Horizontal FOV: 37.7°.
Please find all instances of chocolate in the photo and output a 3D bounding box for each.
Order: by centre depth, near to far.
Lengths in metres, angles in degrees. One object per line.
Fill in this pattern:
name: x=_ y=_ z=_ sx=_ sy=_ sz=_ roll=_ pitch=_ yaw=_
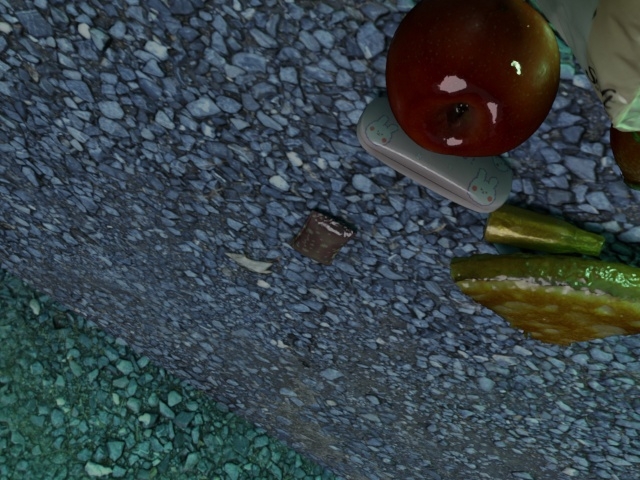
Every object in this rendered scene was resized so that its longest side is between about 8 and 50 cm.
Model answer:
chocolate: x=0.417 y=-0.013 z=1.748 sx=0.219 sy=0.085 sz=0.085 roll=14 pitch=148 yaw=14

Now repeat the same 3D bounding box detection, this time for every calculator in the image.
calculator: x=0.382 y=0.021 z=1.881 sx=0.057 sy=0.018 sz=0.172 roll=-3 pitch=141 yaw=40

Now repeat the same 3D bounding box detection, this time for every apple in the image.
apple: x=0.222 y=-0.247 z=1.383 sx=0.260 sy=0.216 sz=0.260 roll=16 pitch=146 yaw=11

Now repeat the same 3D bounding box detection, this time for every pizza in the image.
pizza: x=0.471 y=0.115 z=1.871 sx=0.440 sy=0.130 sz=0.406 roll=9 pitch=160 yaw=8

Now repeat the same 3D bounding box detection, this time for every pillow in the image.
pillow: x=0.000 y=0.000 z=2.094 sx=0.118 sy=0.043 sz=0.185 roll=29 pitch=149 yaw=-4

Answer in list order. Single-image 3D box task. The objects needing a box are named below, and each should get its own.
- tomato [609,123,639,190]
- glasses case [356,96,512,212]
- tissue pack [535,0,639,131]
tomato: x=0.541 y=-0.173 z=1.239 sx=0.303 sy=0.239 sz=0.303 roll=22 pitch=151 yaw=13
glasses case: x=0.202 y=-0.150 z=1.646 sx=0.297 sy=0.113 sz=0.075 roll=28 pitch=148 yaw=-7
tissue pack: x=0.365 y=-0.351 z=1.042 sx=0.195 sy=0.375 sz=0.390 roll=-12 pitch=152 yaw=-18
